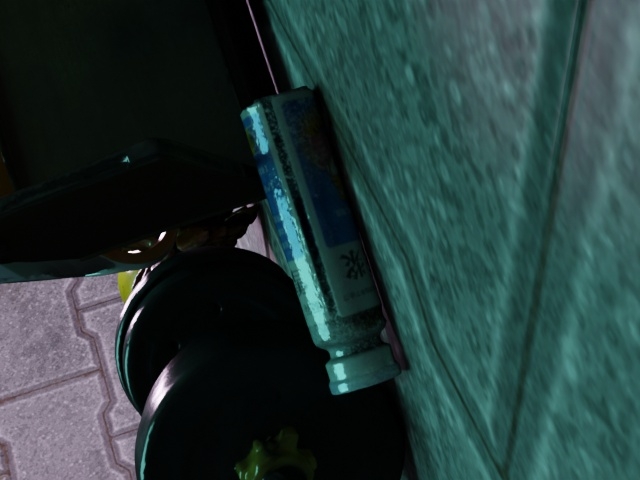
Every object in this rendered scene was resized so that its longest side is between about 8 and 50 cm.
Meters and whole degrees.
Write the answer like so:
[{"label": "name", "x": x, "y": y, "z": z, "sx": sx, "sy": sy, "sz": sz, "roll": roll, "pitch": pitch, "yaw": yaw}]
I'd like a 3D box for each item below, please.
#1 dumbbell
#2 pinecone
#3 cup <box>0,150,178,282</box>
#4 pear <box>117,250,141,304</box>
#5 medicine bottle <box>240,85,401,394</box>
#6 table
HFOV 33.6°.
[{"label": "dumbbell", "x": -0.062, "y": 0.119, "z": 0.827, "sx": 0.388, "sy": 0.185, "sz": 0.185, "roll": -137, "pitch": 31, "yaw": -71}, {"label": "pinecone", "x": -0.157, "y": -0.037, "z": 1.130, "sx": 0.179, "sy": 0.150, "sz": 0.195, "roll": -35, "pitch": 50, "yaw": 34}, {"label": "cup", "x": -0.231, "y": -0.085, "z": 0.924, "sx": 0.182, "sy": 0.226, "sz": 0.263, "roll": 135, "pitch": 140, "yaw": -74}, {"label": "pear", "x": -0.236, "y": 0.047, "z": 1.717, "sx": 0.219, "sy": 0.188, "sz": 0.187, "roll": -85, "pitch": -13, "yaw": -55}, {"label": "medicine bottle", "x": 0.000, "y": 0.000, "z": 0.667, "sx": 0.051, "sy": 0.051, "sz": 0.191, "roll": 154, "pitch": 99, "yaw": -80}, {"label": "table", "x": -0.164, "y": -0.127, "z": 0.687, "sx": 0.282, "sy": 0.196, "sz": 0.250, "roll": 2, "pitch": -109, "yaw": -78}]
